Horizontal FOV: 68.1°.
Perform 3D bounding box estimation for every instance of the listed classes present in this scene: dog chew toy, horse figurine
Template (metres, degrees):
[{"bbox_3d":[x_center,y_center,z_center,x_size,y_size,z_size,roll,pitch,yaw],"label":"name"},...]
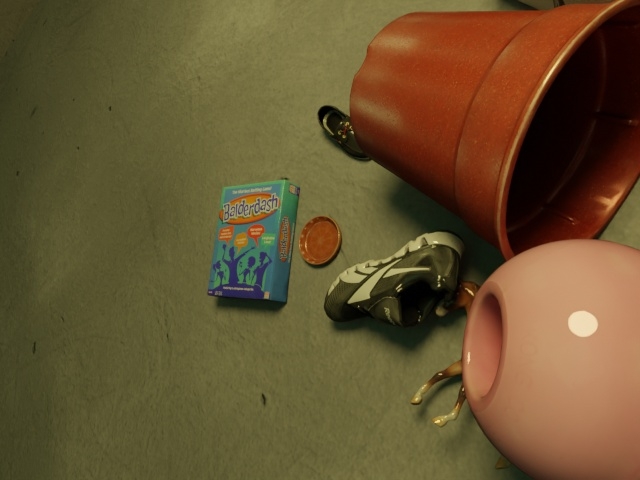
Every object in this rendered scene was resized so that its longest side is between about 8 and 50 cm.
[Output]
[{"bbox_3d":[0.298,0.114,0.393,0.332,0.206,0.206,9,83,1],"label":"dog chew toy"},{"bbox_3d":[0.220,0.166,0.542,0.263,0.066,0.174,28,79,46],"label":"horse figurine"}]

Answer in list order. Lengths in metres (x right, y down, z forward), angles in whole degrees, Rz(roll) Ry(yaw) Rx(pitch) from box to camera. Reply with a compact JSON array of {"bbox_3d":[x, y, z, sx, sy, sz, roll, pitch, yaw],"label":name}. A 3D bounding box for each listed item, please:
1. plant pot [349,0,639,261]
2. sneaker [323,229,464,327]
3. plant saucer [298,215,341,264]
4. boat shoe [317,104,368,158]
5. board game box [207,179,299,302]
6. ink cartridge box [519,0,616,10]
[{"bbox_3d":[0.190,-0.142,0.546,0.265,0.272,0.272,38,102,45],"label":"plant pot"},{"bbox_3d":[0.088,0.075,0.637,0.234,0.078,0.106,-31,33,35],"label":"sneaker"},{"bbox_3d":[0.000,0.000,0.790,0.084,0.013,0.083,-11,72,35],"label":"plant saucer"},{"bbox_3d":[0.041,-0.180,0.788,0.049,0.042,0.133,-50,56,14],"label":"boat shoe"},{"bbox_3d":[-0.123,0.002,0.860,0.160,0.047,0.210,-2,77,36],"label":"board game box"},{"bbox_3d":[0.359,-0.359,0.547,0.198,0.115,0.273,-51,55,15],"label":"ink cartridge box"}]
